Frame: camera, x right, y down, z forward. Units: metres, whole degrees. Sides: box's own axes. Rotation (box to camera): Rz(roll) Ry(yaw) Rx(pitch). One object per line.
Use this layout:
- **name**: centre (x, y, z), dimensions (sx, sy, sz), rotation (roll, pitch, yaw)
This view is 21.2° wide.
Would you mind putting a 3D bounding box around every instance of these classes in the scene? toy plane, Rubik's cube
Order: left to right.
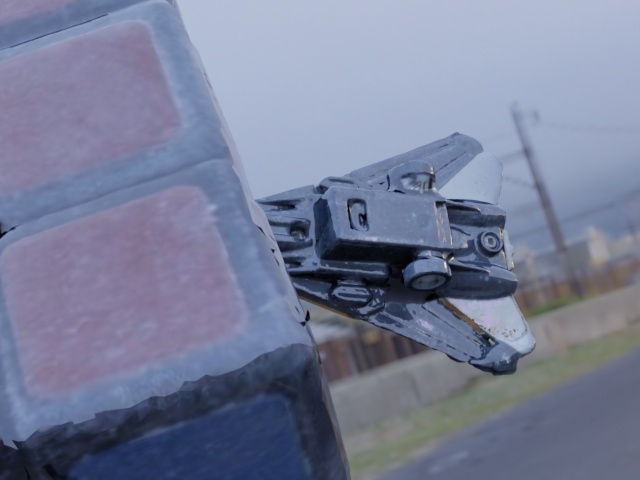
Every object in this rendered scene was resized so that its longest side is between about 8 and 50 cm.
- **Rubik's cube**: centre (-0.157, 0.081, 0.720), dimensions (0.305, 0.304, 0.301), rotation (-17, -44, -4)
- **toy plane**: centre (0.006, -0.006, 1.242), dimensions (0.316, 0.204, 0.103), rotation (9, -31, -29)
